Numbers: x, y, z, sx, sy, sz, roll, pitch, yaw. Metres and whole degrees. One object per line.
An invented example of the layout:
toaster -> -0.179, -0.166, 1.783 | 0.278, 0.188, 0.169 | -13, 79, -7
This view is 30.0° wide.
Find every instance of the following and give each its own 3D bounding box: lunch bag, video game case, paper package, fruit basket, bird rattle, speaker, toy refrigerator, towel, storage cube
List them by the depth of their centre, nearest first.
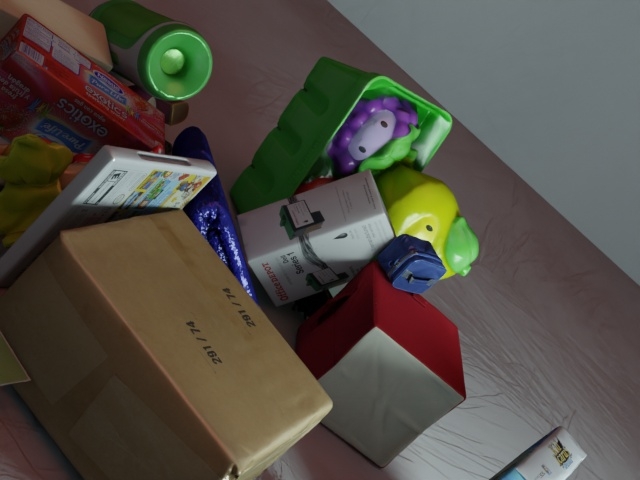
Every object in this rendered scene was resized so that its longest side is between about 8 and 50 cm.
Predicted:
paper package -> -0.179, 0.146, 1.368 | 0.325, 0.168, 0.309 | 50, 20, 9
video game case -> -0.258, -0.023, 1.434 | 0.026, 0.227, 0.206 | 54, 22, 19
bird rattle -> -0.335, -0.094, 1.511 | 0.207, 0.143, 0.253 | 18, 23, 30
video game case -> 0.207, 0.366, 1.568 | 0.061, 0.269, 0.244 | 50, 21, 11
towel -> -0.155, -0.008, 1.667 | 0.308, 0.076, 0.227 | -115, -173, -64
storage cube -> 0.088, 0.184, 1.788 | 0.215, 0.184, 0.193 | 40, 22, -17
lunch bag -> 0.138, 0.038, 1.794 | 0.098, 0.067, 0.065 | 14, 36, -48
toy refrigerator -> -0.450, -0.320, 1.796 | 0.269, 0.094, 0.102 | 24, 38, -45
speaker -> -0.281, -0.309, 1.915 | 0.131, 0.131, 0.296 | 32, 1, -35
fruit basket -> 0.081, -0.074, 1.985 | 0.283, 0.392, 0.392 | 21, 33, -49

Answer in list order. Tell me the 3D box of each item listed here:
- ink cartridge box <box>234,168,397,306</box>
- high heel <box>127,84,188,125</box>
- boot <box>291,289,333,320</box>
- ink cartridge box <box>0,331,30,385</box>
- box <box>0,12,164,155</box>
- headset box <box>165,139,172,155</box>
ink cartridge box -> 0.000, 0.000, 1.822 | 0.160, 0.219, 0.092 | 62, 10, -56
high heel -> -0.323, -0.212, 1.904 | 0.117, 0.082, 0.244 | 21, 26, 25
boot -> 0.013, 0.090, 1.912 | 0.099, 0.121, 0.045 | 56, 19, 5
ink cartridge box -> -0.414, 0.097, 1.163 | 0.171, 0.056, 0.235 | 54, 19, 16
box -> -0.352, -0.180, 1.682 | 0.257, 0.122, 0.128 | 36, 24, -27
headset box -> -0.254, -0.114, 1.809 | 0.032, 0.083, 0.062 | 32, 25, -33
